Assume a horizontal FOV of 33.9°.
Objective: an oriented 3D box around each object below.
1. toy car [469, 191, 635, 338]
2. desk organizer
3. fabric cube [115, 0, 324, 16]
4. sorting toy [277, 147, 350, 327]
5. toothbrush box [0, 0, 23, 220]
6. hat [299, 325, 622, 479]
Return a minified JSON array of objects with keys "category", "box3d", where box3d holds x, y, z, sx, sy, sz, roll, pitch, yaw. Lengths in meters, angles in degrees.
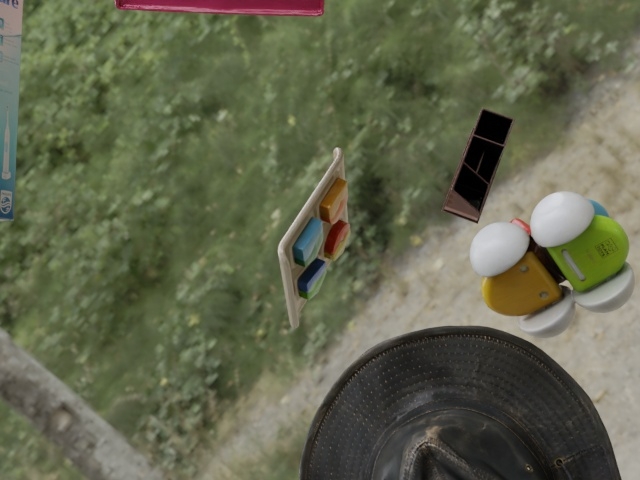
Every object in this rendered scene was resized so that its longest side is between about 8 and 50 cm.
[{"category":"toy car","box3d":[0.274,0.014,1.245,0.182,0.159,0.136,-28,25,25]},{"category":"desk organizer","box3d":[0.191,-0.091,1.263,0.050,0.047,0.130,100,-168,-62]},{"category":"fabric cube","box3d":[-0.113,-0.437,1.280,0.258,0.254,0.259,-86,-1,-61]},{"category":"sorting toy","box3d":[0.000,0.000,1.503,0.193,0.038,0.208,84,-151,-55]},{"category":"toothbrush box","box3d":[-0.475,-0.172,1.221,0.126,0.216,0.295,11,-99,-69]},{"category":"hat","box3d":[0.120,0.243,0.926,0.331,0.331,0.134,-49,-9,6]}]
